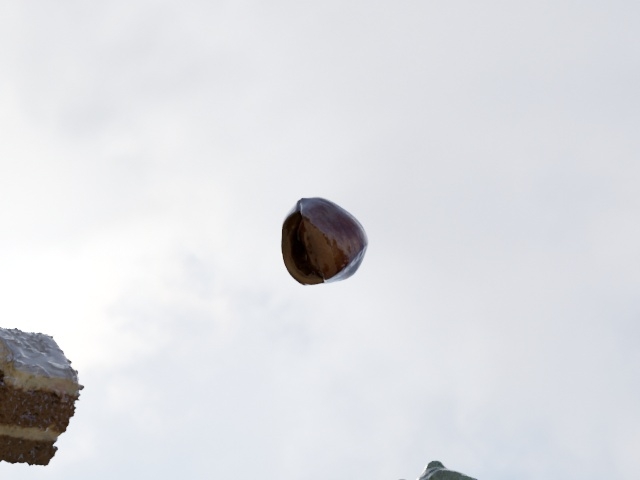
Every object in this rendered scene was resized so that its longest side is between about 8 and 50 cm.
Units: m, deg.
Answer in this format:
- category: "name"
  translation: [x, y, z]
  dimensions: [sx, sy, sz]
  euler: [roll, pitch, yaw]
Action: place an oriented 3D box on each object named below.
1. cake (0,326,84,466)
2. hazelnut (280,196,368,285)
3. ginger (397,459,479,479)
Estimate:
- category: "cake"
  translation: [-0.400, 0.201, 1.779]
  dimensions: [0.135, 0.135, 0.147]
  euler: [42, -74, 42]
- category: "hazelnut"
  translation: [0.000, 0.000, 1.175]
  dimensions: [0.086, 0.086, 0.086]
  euler: [21, -46, 22]
- category: "ginger"
  translation: [0.012, 0.264, 1.086]
  dimensions: [0.290, 0.137, 0.089]
  euler: [-19, -32, 31]
